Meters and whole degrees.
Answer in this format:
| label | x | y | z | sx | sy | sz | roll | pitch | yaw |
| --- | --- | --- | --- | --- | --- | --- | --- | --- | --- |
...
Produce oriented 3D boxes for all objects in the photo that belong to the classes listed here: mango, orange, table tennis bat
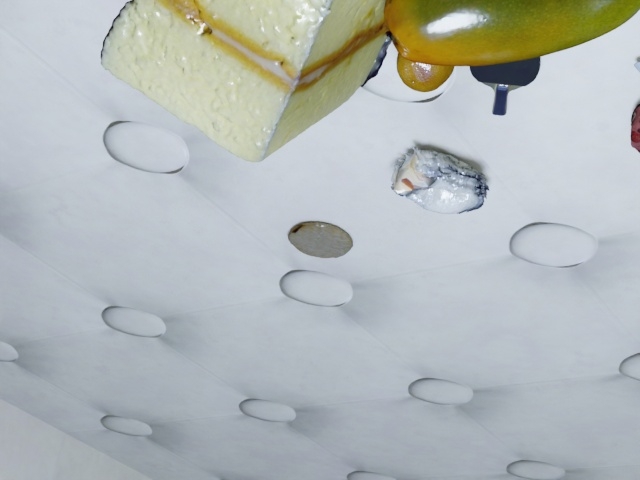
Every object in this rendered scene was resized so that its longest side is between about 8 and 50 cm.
| label | x | y | z | sx | sy | sz | roll | pitch | yaw |
| --- | --- | --- | --- | --- | --- | --- | --- | --- | --- |
| mango | 0.215 | -0.264 | 1.221 | 0.289 | 0.129 | 0.146 | 1 | 137 | 2 |
| orange | 0.139 | -0.238 | 1.451 | 0.085 | 0.085 | 0.085 | 8 | 150 | 5 |
| table tennis bat | 0.250 | -0.226 | 1.496 | 0.095 | 0.014 | 0.158 | 5 | 148 | 8 |

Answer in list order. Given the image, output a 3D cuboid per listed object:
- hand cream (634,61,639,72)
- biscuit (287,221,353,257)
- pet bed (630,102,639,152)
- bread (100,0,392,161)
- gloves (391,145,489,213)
| label | x | y | z | sx | sy | sz | roll | pitch | yaw |
| --- | --- | --- | --- | --- | --- | --- | --- | --- | --- |
| hand cream | 0.499 | -0.235 | 1.381 | 0.194 | 0.042 | 0.067 | -12 | 151 | 42 |
| biscuit | 0.000 | 0.000 | 1.961 | 0.120 | 0.015 | 0.120 | 8 | 150 | 4 |
| pet bed | 0.528 | -0.154 | 1.492 | 0.201 | 0.054 | 0.201 | 4 | 151 | 2 |
| bread | -0.041 | -0.285 | 1.260 | 0.242 | 0.405 | 0.346 | 38 | 131 | 2 |
| gloves | 0.192 | -0.093 | 1.688 | 0.153 | 0.070 | 0.114 | 22 | 142 | -20 |
